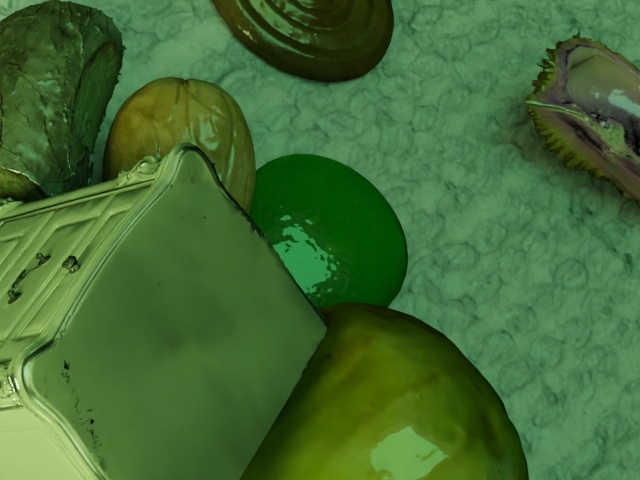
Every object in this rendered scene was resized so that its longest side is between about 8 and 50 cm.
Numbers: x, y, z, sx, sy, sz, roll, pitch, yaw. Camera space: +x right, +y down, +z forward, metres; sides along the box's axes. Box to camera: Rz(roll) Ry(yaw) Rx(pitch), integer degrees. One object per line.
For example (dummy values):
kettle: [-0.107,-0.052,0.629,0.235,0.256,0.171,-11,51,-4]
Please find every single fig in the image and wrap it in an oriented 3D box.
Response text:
fig: [0.019,0.240,1.647,0.343,0.343,0.343,16,54,-22]

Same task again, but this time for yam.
yam: [-0.291,-0.123,1.798,0.154,0.154,0.254,23,55,-17]

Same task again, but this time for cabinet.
cabinet: [-0.223,0.108,1.524,0.227,0.318,0.290,54,47,-26]

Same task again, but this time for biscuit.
biscuit: [-0.022,-0.308,2.153,0.262,0.037,0.262,15,55,-23]

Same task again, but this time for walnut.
walnut: [-0.148,-0.069,1.837,0.159,0.159,0.207,2,83,-30]

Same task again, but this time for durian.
durian: [0.376,-0.131,2.239,0.341,0.112,0.191,32,39,-21]

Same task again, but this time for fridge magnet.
fridge magnet: [0.000,0.000,1.929,0.208,0.088,0.208,15,53,-21]
